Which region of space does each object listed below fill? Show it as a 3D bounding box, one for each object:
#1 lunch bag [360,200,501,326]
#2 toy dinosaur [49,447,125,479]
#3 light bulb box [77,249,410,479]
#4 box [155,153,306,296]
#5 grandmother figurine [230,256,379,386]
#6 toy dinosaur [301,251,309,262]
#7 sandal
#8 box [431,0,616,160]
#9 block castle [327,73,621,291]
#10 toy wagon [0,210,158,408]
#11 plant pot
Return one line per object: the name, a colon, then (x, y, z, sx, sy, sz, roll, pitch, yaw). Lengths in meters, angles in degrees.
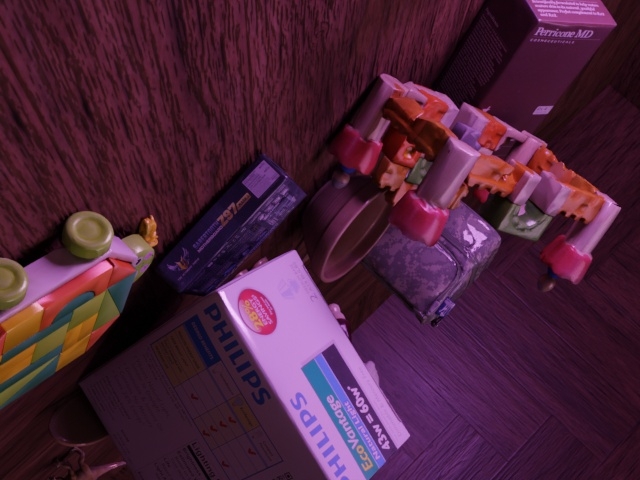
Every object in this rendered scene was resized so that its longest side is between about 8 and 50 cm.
lunch bag: (0.231, 0.019, 2.191, 0.256, 0.305, 0.212, -45, 167, -12)
toy dinosaur: (-0.446, 0.435, 1.764, 0.053, 0.092, 0.183, -50, 167, 23)
light bulb box: (-0.122, 0.265, 1.481, 0.361, 0.358, 0.225, -33, 178, 34)
box: (-0.130, -0.016, 1.432, 0.233, 0.059, 0.183, -46, 170, 2)
grandmother figurine: (-0.019, 0.181, 1.779, 0.208, 0.342, 0.104, -35, 164, -39)
toy dinosaur: (0.000, 0.000, 1.924, 0.211, 0.064, 0.112, -50, 168, 21)
sandal: (-0.366, 0.285, 1.572, 0.079, 0.088, 0.240, -50, 174, 37)
box: (0.353, -0.311, 1.773, 0.191, 0.143, 0.381, -5, 145, -29)
block castle: (0.251, -0.082, 1.599, 0.453, 0.303, 0.213, 13, 117, -39)
toy wagon: (-0.308, 0.077, 1.122, 0.344, 0.068, 0.267, -35, 164, -41)
plant pot: (0.043, -0.044, 1.786, 0.237, 0.109, 0.237, -44, 162, -18)
